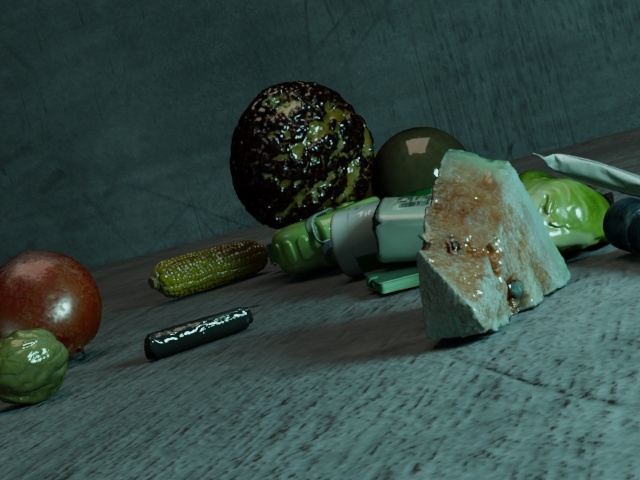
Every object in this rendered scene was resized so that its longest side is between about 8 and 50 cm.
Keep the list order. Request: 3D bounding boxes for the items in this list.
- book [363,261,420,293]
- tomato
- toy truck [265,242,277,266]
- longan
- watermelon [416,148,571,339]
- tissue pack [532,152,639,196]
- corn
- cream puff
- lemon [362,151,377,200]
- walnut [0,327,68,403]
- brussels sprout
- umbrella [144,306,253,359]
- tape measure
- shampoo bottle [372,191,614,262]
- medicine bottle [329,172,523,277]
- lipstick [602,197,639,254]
[{"bbox_3d":[0.104,0.040,1.602,0.103,0.017,0.135,-13,5,-5],"label":"book"},{"bbox_3d":[-0.357,0.089,1.742,0.167,0.167,0.167,-15,4,1],"label":"tomato"},{"bbox_3d":[0.000,0.000,2.178,0.175,0.067,0.081,-16,10,2],"label":"toy truck"},{"bbox_3d":[0.157,-0.093,2.138,0.167,0.167,0.187,-18,16,-32],"label":"longan"},{"bbox_3d":[0.136,0.015,1.198,0.094,0.154,0.241,-13,18,25],"label":"watermelon"},{"bbox_3d":[0.342,-0.063,1.518,0.193,0.026,0.122,19,6,41],"label":"tissue pack"},{"bbox_3d":[-0.178,0.045,2.216,0.207,0.068,0.068,-14,3,-26],"label":"corn"},{"bbox_3d":[-0.020,-0.124,2.096,0.165,0.239,0.239,16,25,40],"label":"cream puff"},{"bbox_3d":[0.031,-0.077,2.361,0.180,0.180,0.193,-18,-4,-32],"label":"lemon"},{"bbox_3d":[-0.311,0.133,1.455,0.092,0.092,0.092,-15,4,1],"label":"walnut"},{"bbox_3d":[0.246,-0.025,1.476,0.139,0.100,0.181,6,-2,32],"label":"brussels sprout"},{"bbox_3d":[-0.138,0.103,1.555,0.133,0.031,0.036,-16,6,-24],"label":"umbrella"},{"bbox_3d":[0.008,-0.001,1.996,0.154,0.087,0.177,-17,2,28],"label":"tape measure"},{"bbox_3d":[0.207,-0.023,1.640,0.284,0.071,0.153,-2,11,10],"label":"shampoo bottle"},{"bbox_3d":[0.145,-0.022,1.772,0.260,0.095,0.095,-13,5,18],"label":"medicine bottle"},{"bbox_3d":[0.309,-0.004,1.246,0.053,0.053,0.234,-15,6,0],"label":"lipstick"}]
